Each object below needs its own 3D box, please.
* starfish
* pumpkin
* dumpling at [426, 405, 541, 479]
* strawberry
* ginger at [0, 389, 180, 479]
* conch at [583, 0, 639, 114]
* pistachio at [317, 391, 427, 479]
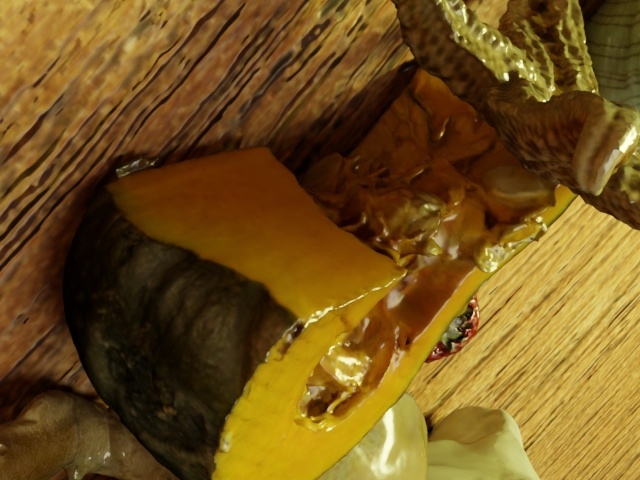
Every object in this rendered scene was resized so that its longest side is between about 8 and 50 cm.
[{"bbox_3d":[0.137,-0.073,0.665,0.375,0.327,0.094,26,119,-25],"label":"starfish"},{"bbox_3d":[-0.001,-0.001,0.686,0.280,0.139,0.190,-50,151,1],"label":"pumpkin"},{"bbox_3d":[0.038,0.252,1.030,0.318,0.187,0.243,-52,-171,21],"label":"dumpling"},{"bbox_3d":[0.071,0.049,0.907,0.073,0.073,0.083,-48,-175,0],"label":"strawberry"},{"bbox_3d":[-0.178,0.125,0.671,0.288,0.075,0.089,0,104,-45],"label":"ginger"},{"bbox_3d":[0.211,-0.105,0.847,0.114,0.137,0.234,-26,142,14],"label":"conch"},{"bbox_3d":[-0.053,0.196,0.814,0.293,0.162,0.181,-44,141,-6],"label":"pistachio"}]
